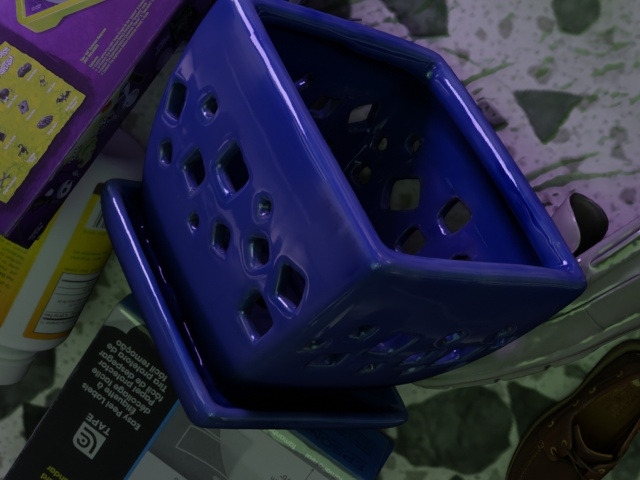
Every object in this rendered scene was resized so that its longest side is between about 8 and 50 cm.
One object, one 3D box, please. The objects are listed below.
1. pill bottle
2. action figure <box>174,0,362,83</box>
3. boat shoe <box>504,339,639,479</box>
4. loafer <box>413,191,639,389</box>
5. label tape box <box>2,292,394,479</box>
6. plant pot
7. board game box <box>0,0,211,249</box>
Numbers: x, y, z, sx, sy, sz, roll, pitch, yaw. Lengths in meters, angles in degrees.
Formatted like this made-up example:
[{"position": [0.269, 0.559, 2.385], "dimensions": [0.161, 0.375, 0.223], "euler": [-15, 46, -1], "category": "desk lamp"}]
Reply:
[{"position": [-0.227, 0.004, 1.065], "dimensions": [0.117, 0.117, 0.215], "euler": [31, 107, 4], "category": "pill bottle"}, {"position": [-0.104, -0.174, 1.014], "dimensions": [0.285, 0.099, 0.185], "euler": [12, 98, 6], "category": "action figure"}, {"position": [0.199, 0.153, 1.034], "dimensions": [0.064, 0.060, 0.178], "euler": [37, 108, 2], "category": "boat shoe"}, {"position": [0.195, 0.020, 0.978], "dimensions": [0.319, 0.112, 0.111], "euler": [-24, 89, 22], "category": "loafer"}, {"position": [-0.134, 0.234, 1.103], "dimensions": [0.240, 0.106, 0.334], "euler": [35, 107, 3], "category": "label tape box"}, {"position": [0.000, 0.000, 0.924], "dimensions": [0.212, 0.236, 0.236], "euler": [-46, 57, 28], "category": "plant pot"}, {"position": [-0.184, -0.191, 0.954], "dimensions": [0.208, 0.056, 0.347], "euler": [35, 86, 13], "category": "board game box"}]
